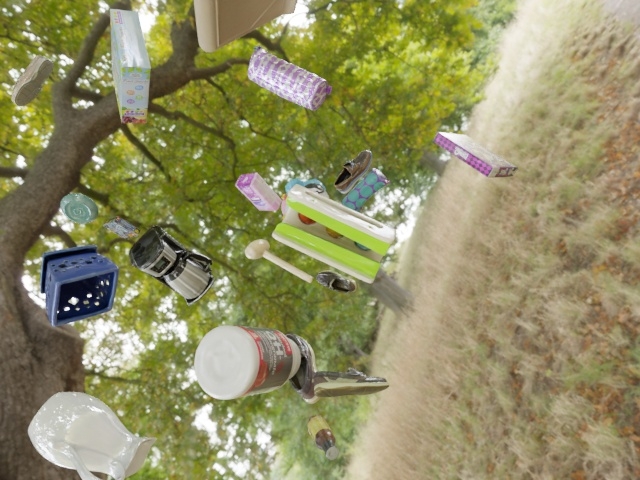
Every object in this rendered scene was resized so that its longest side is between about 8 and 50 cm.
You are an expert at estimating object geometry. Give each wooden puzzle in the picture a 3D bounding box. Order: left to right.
[{"bbox_3d":[-0.149,-0.502,0.948,0.238,0.044,0.221,-30,-2,-14],"label":"wooden puzzle"}]

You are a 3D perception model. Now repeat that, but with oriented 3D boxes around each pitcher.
[{"bbox_3d":[-0.432,0.374,0.848,0.126,0.207,0.178,-61,0,-5],"label":"pitcher"}]

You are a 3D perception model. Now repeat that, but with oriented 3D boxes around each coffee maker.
[{"bbox_3d":[-0.373,0.057,1.132,0.178,0.171,0.120,48,-117,-40],"label":"coffee maker"}]

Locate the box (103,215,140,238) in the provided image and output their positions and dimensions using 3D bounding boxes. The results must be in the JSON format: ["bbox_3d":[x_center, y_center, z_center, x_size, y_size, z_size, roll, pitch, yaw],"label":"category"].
[{"bbox_3d":[-0.715,-0.045,1.657,0.137,0.094,0.027,-7,52,49],"label":"box"}]

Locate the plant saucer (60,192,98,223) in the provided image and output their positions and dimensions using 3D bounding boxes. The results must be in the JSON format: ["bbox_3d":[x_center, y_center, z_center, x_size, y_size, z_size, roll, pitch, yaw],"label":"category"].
[{"bbox_3d":[-0.811,-0.101,1.544,0.119,0.119,0.021,-56,23,28],"label":"plant saucer"}]

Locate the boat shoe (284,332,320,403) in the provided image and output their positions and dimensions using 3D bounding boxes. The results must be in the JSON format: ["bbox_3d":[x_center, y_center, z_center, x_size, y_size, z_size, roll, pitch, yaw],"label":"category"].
[{"bbox_3d":[-0.074,0.396,1.498,0.102,0.285,0.092,-36,-52,4],"label":"boat shoe"}]

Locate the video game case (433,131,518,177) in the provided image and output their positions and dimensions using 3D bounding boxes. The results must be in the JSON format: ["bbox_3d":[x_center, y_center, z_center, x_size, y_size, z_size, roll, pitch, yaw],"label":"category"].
[{"bbox_3d":[0.523,-0.289,1.549,0.210,0.232,0.042,-9,-46,-46],"label":"video game case"}]

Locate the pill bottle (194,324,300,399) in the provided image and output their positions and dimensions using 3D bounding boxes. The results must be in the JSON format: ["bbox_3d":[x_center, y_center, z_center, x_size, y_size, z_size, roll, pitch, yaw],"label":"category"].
[{"bbox_3d":[-0.176,0.322,1.241,0.176,0.176,0.318,-52,-24,4],"label":"pill bottle"}]

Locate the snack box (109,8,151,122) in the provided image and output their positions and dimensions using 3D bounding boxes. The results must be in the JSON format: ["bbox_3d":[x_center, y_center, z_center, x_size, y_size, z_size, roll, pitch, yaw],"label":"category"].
[{"bbox_3d":[-0.470,-0.421,1.134,0.070,0.175,0.207,-8,-20,-27],"label":"snack box"}]

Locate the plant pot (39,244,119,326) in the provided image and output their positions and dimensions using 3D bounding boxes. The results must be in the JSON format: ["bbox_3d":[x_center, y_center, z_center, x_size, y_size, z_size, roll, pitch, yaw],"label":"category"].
[{"bbox_3d":[-0.956,0.158,1.798,0.236,0.212,0.236,-14,-42,-47],"label":"plant pot"}]

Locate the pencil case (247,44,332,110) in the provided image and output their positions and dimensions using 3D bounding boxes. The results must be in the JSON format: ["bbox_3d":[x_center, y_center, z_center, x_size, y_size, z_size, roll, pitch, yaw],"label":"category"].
[{"bbox_3d":[-0.081,-0.398,1.140,0.088,0.206,0.086,-47,-16,-51],"label":"pencil case"}]

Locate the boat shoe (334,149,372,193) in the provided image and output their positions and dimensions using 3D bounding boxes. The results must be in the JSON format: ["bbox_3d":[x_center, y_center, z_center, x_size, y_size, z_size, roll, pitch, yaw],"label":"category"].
[{"bbox_3d":[0.118,-0.255,1.667,0.066,0.066,0.183,23,-77,-51],"label":"boat shoe"}]

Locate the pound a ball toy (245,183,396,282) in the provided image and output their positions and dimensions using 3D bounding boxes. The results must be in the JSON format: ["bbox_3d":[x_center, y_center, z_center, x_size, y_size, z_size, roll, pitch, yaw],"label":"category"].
[{"bbox_3d":[0.000,0.000,1.145,0.136,0.319,0.208,-55,-11,-67],"label":"pound a ball toy"}]

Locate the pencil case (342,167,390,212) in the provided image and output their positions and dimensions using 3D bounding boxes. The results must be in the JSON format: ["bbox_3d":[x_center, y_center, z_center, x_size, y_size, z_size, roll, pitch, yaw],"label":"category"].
[{"bbox_3d":[0.140,-0.152,1.435,0.152,0.070,0.064,-46,13,22],"label":"pencil case"}]

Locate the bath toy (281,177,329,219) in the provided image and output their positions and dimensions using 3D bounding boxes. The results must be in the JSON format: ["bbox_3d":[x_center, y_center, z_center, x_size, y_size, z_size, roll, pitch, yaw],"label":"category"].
[{"bbox_3d":[-0.060,-0.110,1.395,0.151,0.129,0.348,-43,13,12],"label":"bath toy"}]

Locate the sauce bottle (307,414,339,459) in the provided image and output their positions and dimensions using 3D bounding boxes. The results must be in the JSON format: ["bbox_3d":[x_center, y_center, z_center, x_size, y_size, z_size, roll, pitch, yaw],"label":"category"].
[{"bbox_3d":[0.006,0.393,0.921,0.042,0.042,0.128,-50,12,-7],"label":"sauce bottle"}]

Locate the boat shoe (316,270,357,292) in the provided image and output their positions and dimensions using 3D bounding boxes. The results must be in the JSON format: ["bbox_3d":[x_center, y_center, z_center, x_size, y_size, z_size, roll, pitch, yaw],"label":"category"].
[{"bbox_3d":[0.045,0.133,1.488,0.049,0.152,0.056,-17,-68,-55],"label":"boat shoe"}]

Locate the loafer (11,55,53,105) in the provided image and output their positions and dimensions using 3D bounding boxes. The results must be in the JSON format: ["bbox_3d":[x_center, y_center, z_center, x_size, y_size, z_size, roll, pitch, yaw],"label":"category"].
[{"bbox_3d":[-0.645,-0.355,1.022,0.125,0.039,0.045,-59,-14,-9],"label":"loafer"}]

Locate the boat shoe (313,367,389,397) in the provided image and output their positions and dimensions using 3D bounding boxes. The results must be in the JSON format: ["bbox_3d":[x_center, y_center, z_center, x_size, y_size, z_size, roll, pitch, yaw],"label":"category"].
[{"bbox_3d":[0.086,0.392,1.292,0.223,0.073,0.080,2,-36,-19],"label":"boat shoe"}]

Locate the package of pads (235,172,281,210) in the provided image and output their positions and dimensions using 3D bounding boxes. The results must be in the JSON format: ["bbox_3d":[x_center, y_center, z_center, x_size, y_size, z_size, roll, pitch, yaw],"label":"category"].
[{"bbox_3d":[-0.116,-0.090,0.868,0.083,0.050,0.032,49,-127,-40],"label":"package of pads"}]
